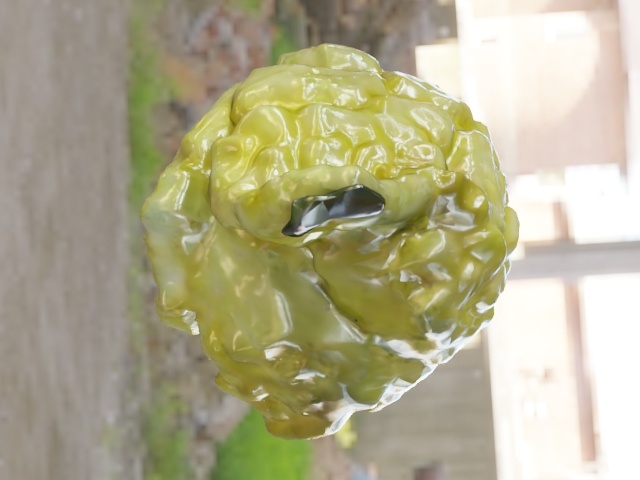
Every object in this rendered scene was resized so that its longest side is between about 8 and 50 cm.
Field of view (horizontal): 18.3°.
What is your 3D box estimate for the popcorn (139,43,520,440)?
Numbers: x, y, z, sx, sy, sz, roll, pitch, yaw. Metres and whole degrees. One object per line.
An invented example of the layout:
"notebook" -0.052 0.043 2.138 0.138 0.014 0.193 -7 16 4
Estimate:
"popcorn" -0.001 -0.006 1.401 0.293 0.293 0.237 84 -11 -50
